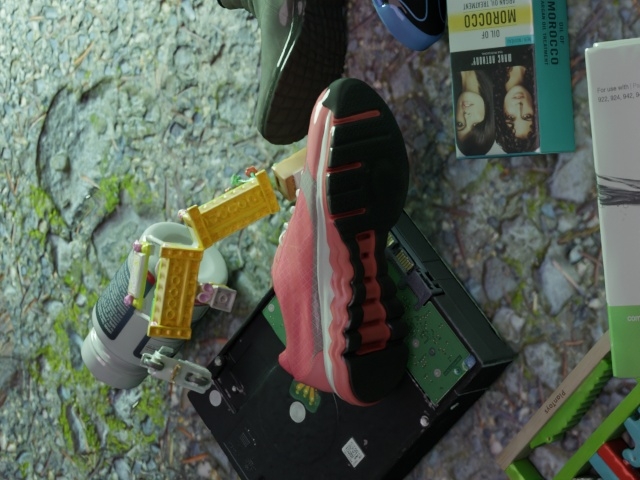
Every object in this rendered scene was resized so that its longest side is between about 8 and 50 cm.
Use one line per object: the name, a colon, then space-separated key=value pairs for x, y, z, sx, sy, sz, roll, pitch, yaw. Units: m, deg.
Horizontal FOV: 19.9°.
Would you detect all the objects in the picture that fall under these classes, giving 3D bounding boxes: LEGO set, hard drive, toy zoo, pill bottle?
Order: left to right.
pill bottle: x=-0.189 y=0.076 z=2.019 sx=0.108 sy=0.108 sz=0.180 roll=53 pitch=124 yaw=24
LEGO set: x=-0.120 y=0.007 z=1.895 sx=0.287 sy=0.132 sz=0.107 roll=-61 pitch=28 yaw=-4
hard drive: x=0.022 y=0.140 z=1.872 sx=0.237 sy=0.064 sz=0.339 roll=53 pitch=125 yaw=24
toy zoo: x=0.305 y=0.249 z=1.659 sx=0.293 sy=0.030 sz=0.192 roll=51 pitch=124 yaw=25

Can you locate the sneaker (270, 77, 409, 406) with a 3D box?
sneaker: x=0.000 y=0.000 z=1.761 sx=0.136 sy=0.116 sz=0.314 roll=4 pitch=97 yaw=42

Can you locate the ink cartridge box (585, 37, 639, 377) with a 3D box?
ink cartridge box: x=0.325 y=-0.033 z=1.502 sx=0.114 sy=0.198 sz=0.273 roll=-3 pitch=93 yaw=41

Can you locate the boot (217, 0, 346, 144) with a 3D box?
boot: x=-0.049 y=-0.233 z=1.898 sx=0.161 sy=0.083 sz=0.247 roll=24 pitch=104 yaw=44

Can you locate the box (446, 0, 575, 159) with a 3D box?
box: x=0.174 y=-0.200 z=1.707 sx=0.100 sy=0.060 sz=0.244 roll=-2 pitch=93 yaw=41

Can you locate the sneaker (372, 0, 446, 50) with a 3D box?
sneaker: x=0.089 y=-0.303 z=1.756 sx=0.090 sy=0.081 sz=0.232 roll=-22 pitch=78 yaw=47
